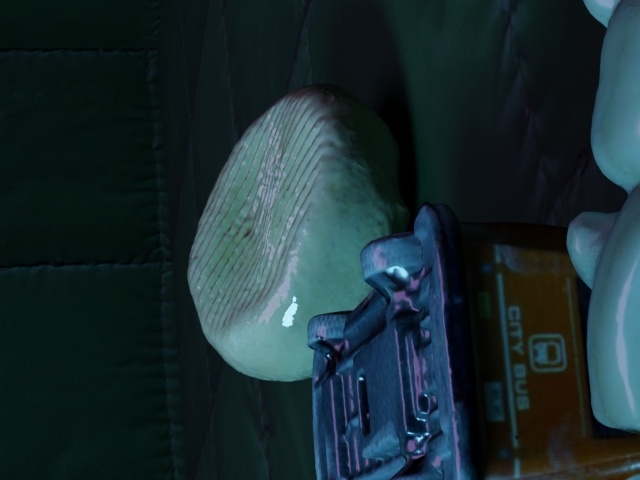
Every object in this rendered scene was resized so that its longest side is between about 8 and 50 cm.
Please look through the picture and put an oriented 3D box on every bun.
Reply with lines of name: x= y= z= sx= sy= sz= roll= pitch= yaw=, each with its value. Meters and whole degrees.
bun: x=0.000 y=0.000 z=1.015 sx=0.222 sy=0.127 sz=0.222 roll=-44 pitch=31 yaw=36

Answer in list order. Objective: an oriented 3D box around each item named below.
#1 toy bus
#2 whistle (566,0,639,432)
toy bus: x=0.064 y=0.074 z=0.654 sx=0.265 sy=0.120 sz=0.121 roll=124 pitch=143 yaw=-71
whistle: x=0.124 y=0.012 z=0.404 sx=0.092 sy=0.110 sz=0.244 roll=4 pitch=-97 yaw=-69
